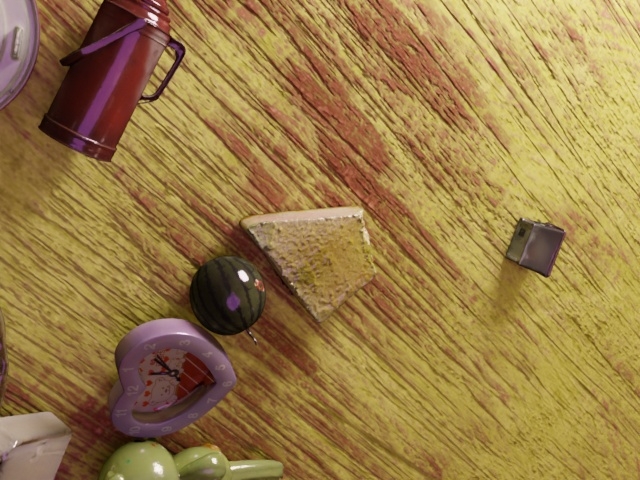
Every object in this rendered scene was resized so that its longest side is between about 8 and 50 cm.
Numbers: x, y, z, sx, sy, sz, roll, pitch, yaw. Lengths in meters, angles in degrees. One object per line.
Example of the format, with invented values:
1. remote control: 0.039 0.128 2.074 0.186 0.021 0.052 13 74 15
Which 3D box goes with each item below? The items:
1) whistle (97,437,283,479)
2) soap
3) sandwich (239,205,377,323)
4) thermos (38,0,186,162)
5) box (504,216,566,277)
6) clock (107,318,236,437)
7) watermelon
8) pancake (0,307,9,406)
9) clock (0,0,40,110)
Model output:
1. whistle: -0.200 0.338 1.146 0.294 0.141 0.141 -10 111 -41
2. soap: -0.416 0.323 1.038 0.121 0.064 0.183 10 106 -63
3. sandwich: 0.000 0.000 1.141 0.162 0.058 0.193 -41 115 -8
4. thermos: -0.240 -0.215 0.946 0.124 0.099 0.232 27 96 -23
5. box: 0.349 0.009 1.287 0.063 0.060 0.084 14 102 -21
6. clock: -0.205 0.184 1.096 0.172 0.064 0.198 -1 127 -25
7. watermelon: -0.121 0.087 1.082 0.105 0.105 0.133 -26 86 -13
8. pancake: -0.525 0.145 0.972 0.295 0.049 0.294 -6 107 -20
9. clock: -0.440 -0.244 0.878 0.245 0.056 0.244 -7 109 -20
